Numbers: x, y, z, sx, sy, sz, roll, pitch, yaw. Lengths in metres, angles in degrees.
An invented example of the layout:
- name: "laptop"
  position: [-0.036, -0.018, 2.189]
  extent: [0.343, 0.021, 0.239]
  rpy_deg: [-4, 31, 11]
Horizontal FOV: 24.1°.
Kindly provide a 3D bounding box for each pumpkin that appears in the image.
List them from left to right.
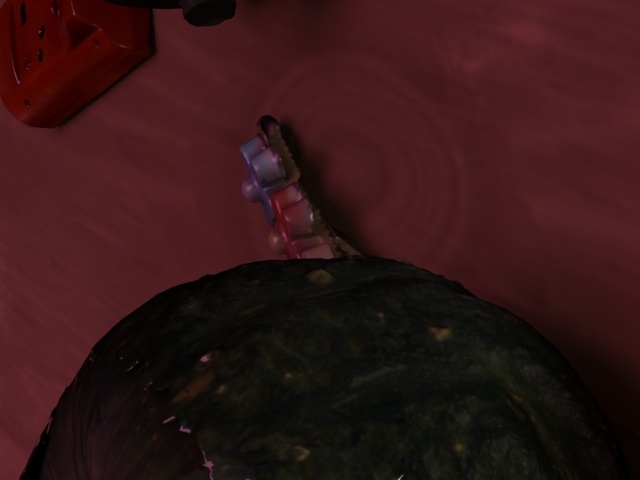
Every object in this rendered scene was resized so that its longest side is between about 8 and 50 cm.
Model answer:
- name: "pumpkin"
  position: [-0.010, 0.167, 0.679]
  extent: [0.291, 0.257, 0.327]
  rpy_deg: [1, 82, 59]

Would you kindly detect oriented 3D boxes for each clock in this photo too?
- name: "clock"
  position: [-0.190, -0.161, 1.104]
  extent: [0.155, 0.061, 0.113]
  rpy_deg: [-30, 64, 49]

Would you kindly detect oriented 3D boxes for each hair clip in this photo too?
- name: "hair clip"
  position: [-0.006, 0.003, 0.853]
  extent: [0.214, 0.056, 0.062]
  rpy_deg: [51, 157, 41]

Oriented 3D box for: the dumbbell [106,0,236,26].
- name: "dumbbell"
  position: [-0.098, -0.316, 0.908]
  extent: [0.179, 0.179, 0.406]
  rpy_deg: [-32, 62, 46]
